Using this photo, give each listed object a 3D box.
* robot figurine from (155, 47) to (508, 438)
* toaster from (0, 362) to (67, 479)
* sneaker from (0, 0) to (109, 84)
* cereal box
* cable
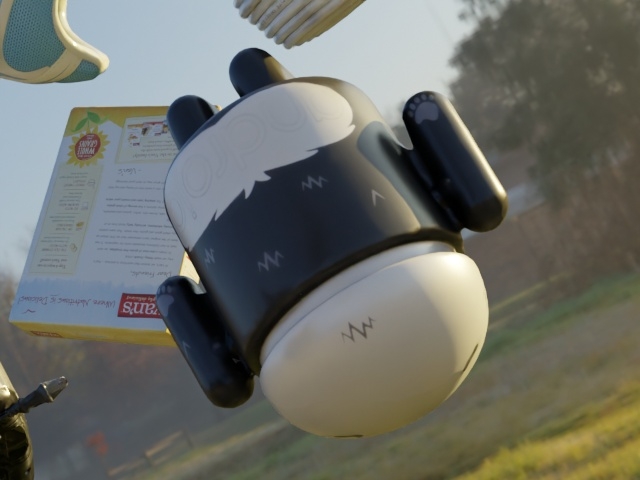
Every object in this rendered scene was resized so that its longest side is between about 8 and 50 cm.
[{"bbox_3d":[-0.001,0.002,0.824,0.174,0.278,0.209,-12,-31,-35],"label":"robot figurine"},{"bbox_3d":[-0.234,0.107,0.609,0.186,0.110,0.168,-21,-28,-23],"label":"toaster"},{"bbox_3d":[-0.100,-0.182,0.509,0.086,0.237,0.085,14,8,-14],"label":"sneaker"},{"bbox_3d":[-0.191,-0.018,1.160,0.173,0.240,0.047,3,-23,21],"label":"cereal box"},{"bbox_3d":[0.040,-0.249,0.928,0.257,0.089,0.257,-33,12,43],"label":"cable"}]
